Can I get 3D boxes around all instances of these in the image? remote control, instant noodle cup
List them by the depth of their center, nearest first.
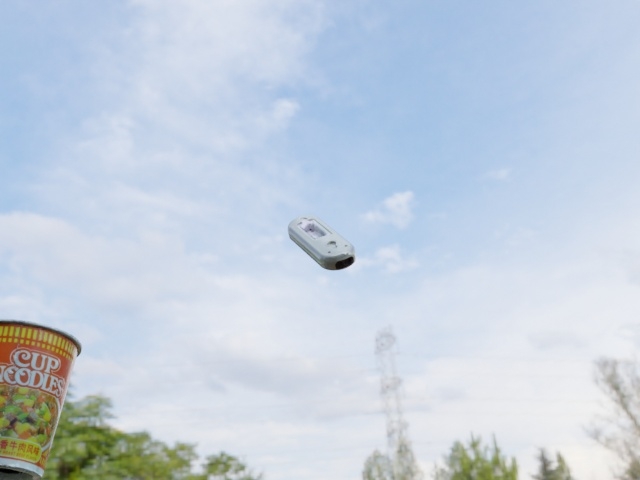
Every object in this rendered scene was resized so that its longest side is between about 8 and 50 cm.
[{"bbox_3d":[-0.472,0.250,1.277,0.193,0.212,0.193,0,-29,0],"label":"instant noodle cup"},{"bbox_3d":[0.000,0.000,1.747,0.078,0.221,0.042,-20,-61,-19],"label":"remote control"}]
